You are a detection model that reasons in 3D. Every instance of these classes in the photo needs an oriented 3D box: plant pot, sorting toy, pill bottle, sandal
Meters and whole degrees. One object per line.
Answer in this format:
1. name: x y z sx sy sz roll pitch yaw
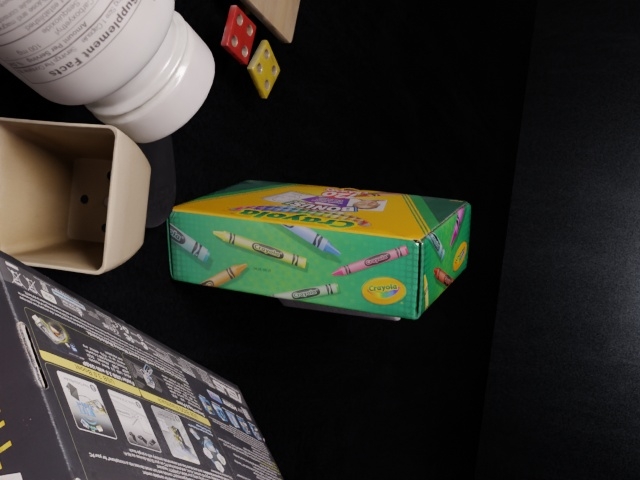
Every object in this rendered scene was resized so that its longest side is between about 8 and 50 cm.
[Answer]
1. plant pot: -0.191 -0.034 0.620 0.096 0.109 0.109 2 94 -76
2. sorting toy: -0.069 -0.302 0.876 0.132 0.046 0.274 28 70 -64
3. pill bottle: -0.179 -0.171 0.543 0.229 0.131 0.131 44 56 -51
4. sandal: -0.159 -0.135 0.713 0.097 0.055 0.254 -43 134 -54

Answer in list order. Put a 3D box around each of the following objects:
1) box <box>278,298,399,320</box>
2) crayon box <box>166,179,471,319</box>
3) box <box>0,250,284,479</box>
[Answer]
1. box: 0.029 0.019 1.015 0.091 0.171 0.130 59 44 -50
2. crayon box: 0.000 0.000 0.821 0.165 0.279 0.081 -31 125 -60
3. box: -0.119 0.211 0.615 0.097 0.318 0.395 -37 149 2
